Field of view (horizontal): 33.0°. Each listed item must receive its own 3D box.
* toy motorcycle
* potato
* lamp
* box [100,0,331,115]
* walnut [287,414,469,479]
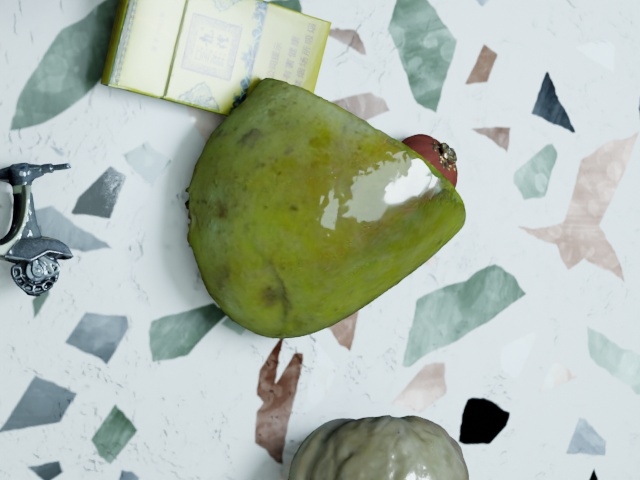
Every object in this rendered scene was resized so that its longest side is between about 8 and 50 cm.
[{"bbox_3d":[-0.404,-0.029,1.216,0.263,0.091,0.157,11,83,-24],"label":"toy motorcycle"},{"bbox_3d":[0.000,0.000,1.337,0.330,0.212,0.280,42,79,-30],"label":"potato"},{"bbox_3d":[0.146,-0.099,1.490,0.101,0.090,0.101,33,41,-35],"label":"lamp"},{"bbox_3d":[-0.125,-0.236,1.352,0.279,0.041,0.153,11,96,-32],"label":"box"},{"bbox_3d":[0.074,0.338,1.381,0.248,0.248,0.248,-1,93,-27],"label":"walnut"}]
